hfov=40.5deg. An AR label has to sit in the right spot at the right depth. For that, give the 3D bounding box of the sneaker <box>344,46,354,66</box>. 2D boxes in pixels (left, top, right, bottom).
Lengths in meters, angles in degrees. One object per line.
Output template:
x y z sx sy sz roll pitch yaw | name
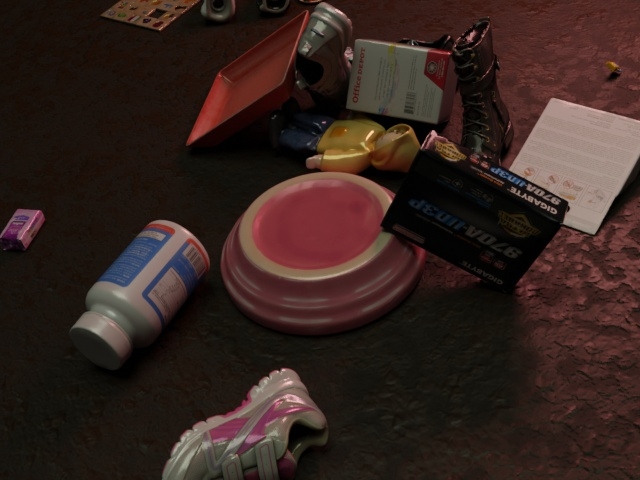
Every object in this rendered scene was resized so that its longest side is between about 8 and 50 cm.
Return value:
0.067 -0.379 1.794 0.098 0.038 0.069 14 49 23 | sneaker

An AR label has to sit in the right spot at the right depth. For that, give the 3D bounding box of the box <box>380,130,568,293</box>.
0.216 -0.038 1.247 0.220 0.175 0.051 28 49 3 | box

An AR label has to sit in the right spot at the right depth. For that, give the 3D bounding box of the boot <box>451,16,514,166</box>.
0.251 -0.223 1.444 0.091 0.229 0.263 1 41 26 | boot

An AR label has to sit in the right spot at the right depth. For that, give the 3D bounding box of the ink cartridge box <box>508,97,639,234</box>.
0.424 -0.120 1.455 0.189 0.066 0.232 23 73 30 | ink cartridge box

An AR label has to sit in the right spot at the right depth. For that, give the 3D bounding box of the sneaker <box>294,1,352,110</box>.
-0.011 -0.312 1.579 0.105 0.281 0.115 34 74 16 | sneaker

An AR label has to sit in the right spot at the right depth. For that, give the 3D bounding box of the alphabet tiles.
-0.392 -0.591 2.134 0.198 0.009 0.237 20 50 29 | alphabet tiles

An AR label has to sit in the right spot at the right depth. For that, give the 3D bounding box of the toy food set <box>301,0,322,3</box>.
-0.016 -0.584 2.042 0.082 0.020 0.083 -12 42 -2 | toy food set

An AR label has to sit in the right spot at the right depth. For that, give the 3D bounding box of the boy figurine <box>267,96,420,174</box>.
0.043 -0.176 1.546 0.285 0.092 0.177 17 44 30 | boy figurine

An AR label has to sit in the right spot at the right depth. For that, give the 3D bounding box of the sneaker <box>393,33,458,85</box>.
0.141 -0.343 1.694 0.267 0.106 0.101 -7 44 6 | sneaker

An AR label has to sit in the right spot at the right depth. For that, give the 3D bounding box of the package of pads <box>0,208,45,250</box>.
-0.529 -0.020 1.535 0.050 0.032 0.083 1 44 16 | package of pads

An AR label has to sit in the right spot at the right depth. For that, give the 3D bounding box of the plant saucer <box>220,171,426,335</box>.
0.000 0.000 1.372 0.331 0.084 0.332 -6 42 6 | plant saucer

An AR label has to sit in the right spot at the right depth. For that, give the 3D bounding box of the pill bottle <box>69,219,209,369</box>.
-0.274 0.083 1.308 0.124 0.124 0.221 15 48 25 | pill bottle

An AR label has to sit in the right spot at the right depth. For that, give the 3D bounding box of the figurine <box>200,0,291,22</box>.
-0.175 -0.604 2.059 0.214 0.092 0.209 -8 35 4 | figurine

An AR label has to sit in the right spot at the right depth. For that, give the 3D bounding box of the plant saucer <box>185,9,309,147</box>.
-0.126 -0.299 1.668 0.259 0.047 0.259 -28 33 34 | plant saucer

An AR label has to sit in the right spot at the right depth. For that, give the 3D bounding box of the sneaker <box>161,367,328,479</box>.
-0.090 0.269 1.089 0.252 0.103 0.111 -37 47 -25 | sneaker

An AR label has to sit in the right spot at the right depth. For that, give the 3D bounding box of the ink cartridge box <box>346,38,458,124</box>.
0.151 -0.291 1.578 0.176 0.128 0.127 13 16 16 | ink cartridge box

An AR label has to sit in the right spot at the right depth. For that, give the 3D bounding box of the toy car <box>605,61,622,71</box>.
0.602 -0.324 1.620 0.040 0.060 0.122 -7 38 -47 | toy car
